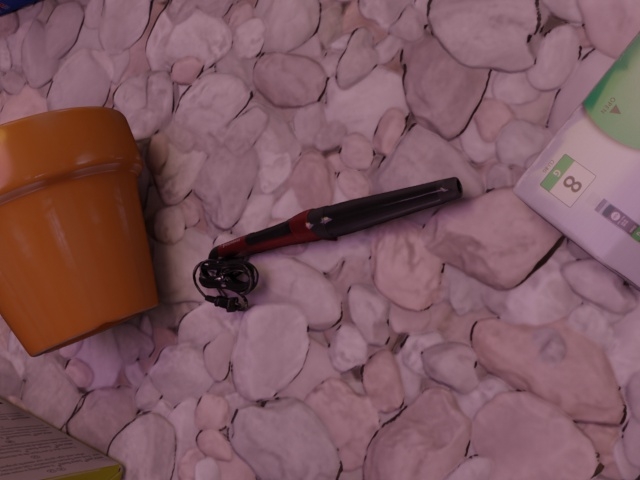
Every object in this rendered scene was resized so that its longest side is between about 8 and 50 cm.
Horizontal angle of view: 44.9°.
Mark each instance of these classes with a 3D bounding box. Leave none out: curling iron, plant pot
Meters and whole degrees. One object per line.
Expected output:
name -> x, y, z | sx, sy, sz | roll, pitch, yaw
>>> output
curling iron -> 0.000, 0.000, 0.686 | 0.274, 0.035, 0.068 | -22, 77, 25
plant pot -> -0.250, 0.001, 0.742 | 0.205, 0.205, 0.188 | -24, 87, 24

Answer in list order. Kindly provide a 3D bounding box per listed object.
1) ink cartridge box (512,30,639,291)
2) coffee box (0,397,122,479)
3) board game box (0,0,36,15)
ink cartridge box -> 0.275, -0.036, 0.531 | 0.224, 0.056, 0.181 | 44, 104, 28
coffee box -> -0.450, 0.326, 0.710 | 0.334, 0.338, 0.338 | 16, 91, 29
board game box -> -0.383, -0.354, 0.769 | 0.233, 0.347, 0.078 | -9, 78, 27
